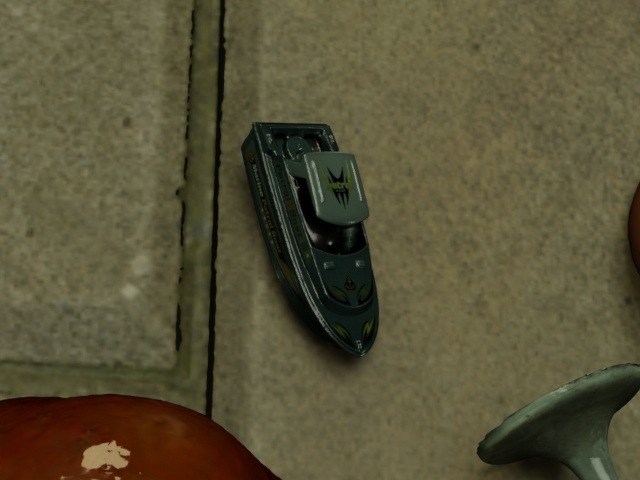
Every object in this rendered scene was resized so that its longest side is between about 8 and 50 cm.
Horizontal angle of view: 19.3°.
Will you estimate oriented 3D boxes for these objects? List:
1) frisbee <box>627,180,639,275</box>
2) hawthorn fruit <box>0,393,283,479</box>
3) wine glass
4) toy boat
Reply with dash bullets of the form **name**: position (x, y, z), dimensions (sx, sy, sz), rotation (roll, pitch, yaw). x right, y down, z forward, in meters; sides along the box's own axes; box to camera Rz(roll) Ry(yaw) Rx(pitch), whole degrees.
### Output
- **frisbee**: position (0.296, -0.018, 1.041), dimensions (0.250, 0.021, 0.251), rotation (-9, 38, 7)
- **hawthorn fruit**: position (-0.124, 0.167, 0.844), dimensions (0.260, 0.224, 0.224), rotation (17, 58, 26)
- **wine glass**: position (0.265, 0.189, 0.950), dimensions (0.264, 0.096, 0.310), rotation (-20, 68, -19)
- **toy boat**: position (0.000, 0.000, 1.028), dimensions (0.055, 0.060, 0.141), rotation (-1, 65, -38)
